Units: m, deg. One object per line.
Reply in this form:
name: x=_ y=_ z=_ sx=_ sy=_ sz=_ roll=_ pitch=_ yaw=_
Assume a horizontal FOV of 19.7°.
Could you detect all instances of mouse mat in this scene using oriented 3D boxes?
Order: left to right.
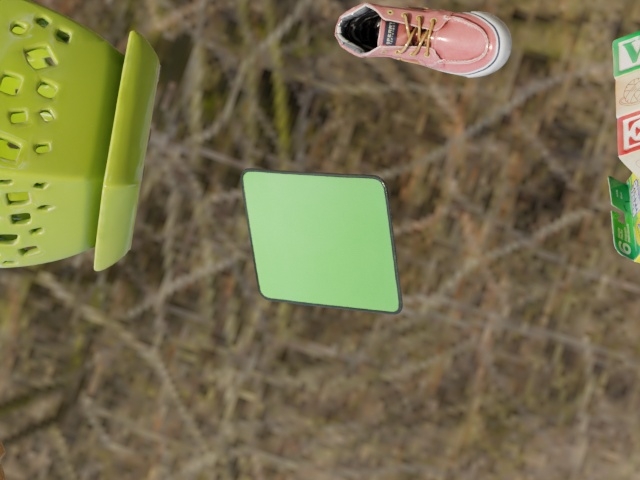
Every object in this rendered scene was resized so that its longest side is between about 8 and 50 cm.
mouse mat: x=0.000 y=0.000 z=1.938 sx=0.190 sy=0.152 sz=0.007 roll=6 pitch=-158 yaw=36

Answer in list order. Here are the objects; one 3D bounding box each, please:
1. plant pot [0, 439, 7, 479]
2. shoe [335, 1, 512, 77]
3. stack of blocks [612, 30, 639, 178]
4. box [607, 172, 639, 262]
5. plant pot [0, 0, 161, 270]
plant pot: x=-0.400 y=0.315 z=1.779 sx=0.203 sy=0.291 sz=0.291 roll=57 pitch=166 yaw=-1
shoe: x=0.095 y=-0.192 z=1.765 sx=0.081 sy=0.063 sz=0.178 roll=-3 pitch=-168 yaw=-40
stack of blocks: x=0.400 y=-0.165 z=1.570 sx=0.297 sy=0.171 sz=0.087 roll=-20 pitch=140 yaw=32
box: x=0.378 y=-0.017 z=1.862 sx=0.179 sy=0.105 sz=0.043 roll=10 pitch=142 yaw=-13
plant pot: x=-0.285 y=-0.102 z=1.948 sx=0.207 sy=0.227 sz=0.228 roll=9 pitch=151 yaw=-6
